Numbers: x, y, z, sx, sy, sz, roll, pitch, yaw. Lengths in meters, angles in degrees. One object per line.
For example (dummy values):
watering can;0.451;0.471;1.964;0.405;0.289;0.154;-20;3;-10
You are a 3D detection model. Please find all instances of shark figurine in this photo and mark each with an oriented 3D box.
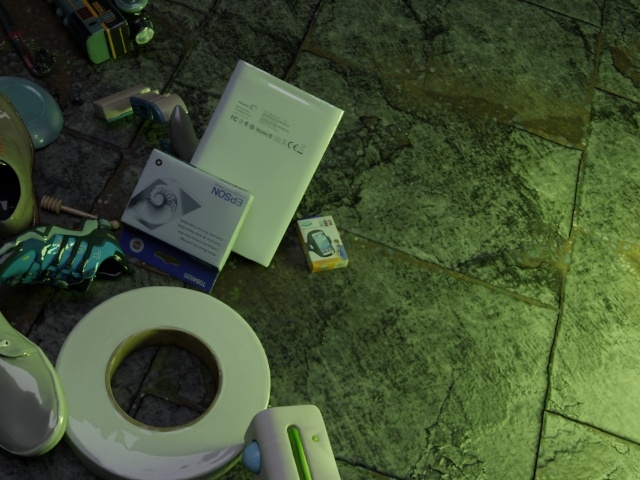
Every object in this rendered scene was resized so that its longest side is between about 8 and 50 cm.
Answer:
shark figurine;-0.213;-0.154;1.874;0.278;0.166;0.116;23;3;-37

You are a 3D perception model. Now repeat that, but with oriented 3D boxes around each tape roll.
tape roll;-0.287;0.263;1.608;0.392;0.072;0.391;7;55;-10

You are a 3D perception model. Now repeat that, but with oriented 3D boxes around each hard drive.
hard drive;-0.135;-0.153;1.788;0.233;0.047;0.352;26;96;-7

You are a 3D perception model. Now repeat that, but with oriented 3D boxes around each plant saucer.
plant saucer;-0.640;-0.283;1.880;0.195;0.037;0.194;17;52;-23

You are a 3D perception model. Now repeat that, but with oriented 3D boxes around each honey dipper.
honey dipper;-0.488;-0.054;1.802;0.161;0.030;0.030;18;54;-6

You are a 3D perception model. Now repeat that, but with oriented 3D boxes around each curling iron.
curling iron;-0.690;-0.474;2.032;0.068;0.035;0.274;-27;67;-33

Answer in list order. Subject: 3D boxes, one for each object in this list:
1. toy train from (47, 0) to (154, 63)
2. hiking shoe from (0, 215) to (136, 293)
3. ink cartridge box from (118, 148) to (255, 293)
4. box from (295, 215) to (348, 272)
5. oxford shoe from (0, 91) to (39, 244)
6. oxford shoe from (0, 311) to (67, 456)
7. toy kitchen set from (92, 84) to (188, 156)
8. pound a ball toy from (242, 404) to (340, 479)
toy train;-0.532;-0.566;2.079;0.190;0.142;0.334;-31;68;-19
hiking shoe;-0.482;0.041;1.642;0.304;0.113;0.132;-21;69;-50
ink cartridge box;-0.274;-0.037;1.747;0.223;0.045;0.223;25;97;4
box;0.000;0.000;1.885;0.081;0.028;0.136;-10;61;-19
oxford shoe;-0.627;-0.164;1.739;0.123;0.130;0.348;-17;73;-13
oxford shoe;-0.593;0.186;1.521;0.169;0.130;0.449;-39;67;-4
toy kitchen set;-0.379;-0.232;1.930;0.122;0.166;0.207;-28;30;-29
pound a ball toy;-0.053;0.463;1.453;0.136;0.208;0.319;-1;52;-23
